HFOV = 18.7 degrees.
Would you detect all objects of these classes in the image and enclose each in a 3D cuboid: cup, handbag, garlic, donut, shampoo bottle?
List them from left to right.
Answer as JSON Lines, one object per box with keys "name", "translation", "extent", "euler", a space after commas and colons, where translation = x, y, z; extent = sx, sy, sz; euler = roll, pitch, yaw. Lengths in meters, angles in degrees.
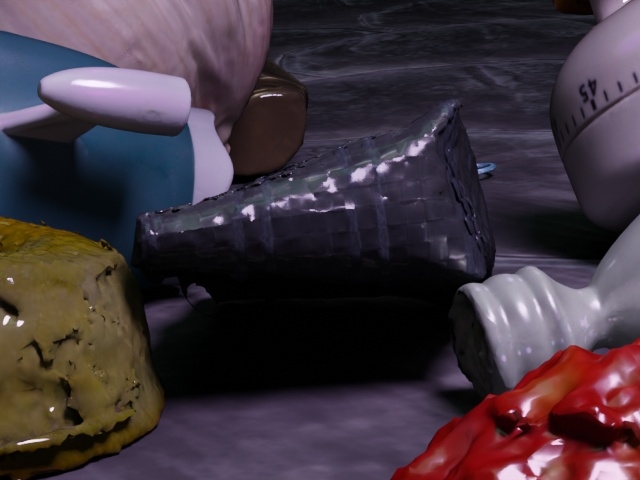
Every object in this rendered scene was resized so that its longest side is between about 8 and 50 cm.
{"name": "donut", "translation": [-0.207, 0.040, 0.917], "extent": [0.272, 0.107, 0.272], "euler": [-1, 12, 0]}
{"name": "cup", "translation": [-0.150, -0.035, 1.130], "extent": [0.173, 0.167, 0.299], "euler": [5, -19, -27]}
{"name": "garlic", "translation": [-0.184, -0.132, 1.396], "extent": [0.322, 0.241, 0.322], "euler": [-29, -17, -10]}
{"name": "shampoo bottle", "translation": [-0.076, -0.117, 1.666], "extent": [0.125, 0.084, 0.350], "euler": [-4, 13, -9]}
{"name": "handbag", "translation": [0.000, 0.000, 1.000], "extent": [0.175, 0.088, 0.270], "euler": [-11, -8, 4]}

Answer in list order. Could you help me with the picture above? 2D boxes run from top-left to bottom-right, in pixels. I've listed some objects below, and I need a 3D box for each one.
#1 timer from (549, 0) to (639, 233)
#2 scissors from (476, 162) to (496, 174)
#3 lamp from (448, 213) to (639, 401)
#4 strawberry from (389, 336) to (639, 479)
{"name": "timer", "translation": [0.262, -0.067, 1.165], "extent": [0.233, 0.240, 0.233], "euler": [-18, -15, -5]}
{"name": "scissors", "translation": [0.100, -0.046, 1.436], "extent": [0.058, 0.014, 0.119], "euler": [-7, 8, 7]}
{"name": "lamp", "translation": [0.158, 0.027, 0.896], "extent": [0.193, 0.106, 0.106], "euler": [-16, 14, -11]}
{"name": "strawberry", "translation": [0.122, 0.080, 0.609], "extent": [0.236, 0.111, 0.190], "euler": [-12, 12, -37]}
